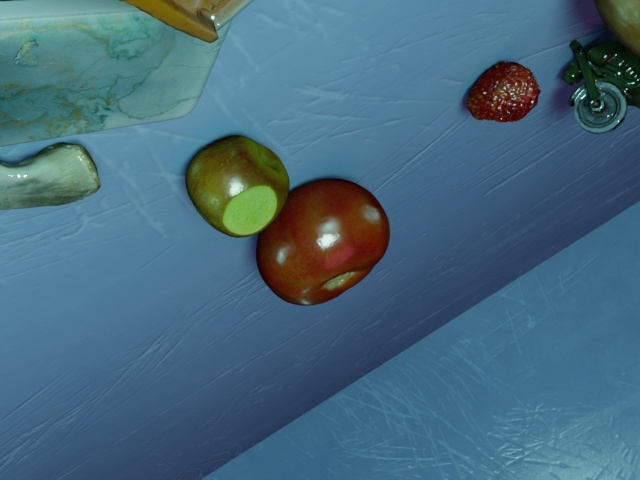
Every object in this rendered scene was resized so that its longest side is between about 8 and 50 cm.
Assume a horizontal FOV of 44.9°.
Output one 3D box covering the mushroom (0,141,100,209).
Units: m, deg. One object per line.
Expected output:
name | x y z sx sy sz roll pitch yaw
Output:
mushroom | -0.288 -0.053 0.651 0.202 0.054 0.059 -9 145 -36

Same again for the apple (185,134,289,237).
apple | -0.089 -0.062 0.837 0.102 0.099 0.114 -40 134 5

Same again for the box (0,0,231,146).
box | -0.208 -0.128 0.594 0.285 0.044 0.142 -17 159 -34

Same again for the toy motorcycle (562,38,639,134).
toy motorcycle | 0.484 -0.274 1.149 0.275 0.127 0.205 -46 157 18

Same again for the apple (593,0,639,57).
apple | 0.428 -0.298 0.846 0.253 0.253 0.253 -28 159 -11

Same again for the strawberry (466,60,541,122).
strawberry | 0.242 -0.197 1.038 0.096 0.083 0.083 -31 161 18

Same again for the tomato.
tomato | 0.000 0.000 1.051 0.195 0.136 0.195 -26 161 -10

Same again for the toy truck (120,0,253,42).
toy truck | 0.016 -0.280 0.388 0.387 0.173 0.207 -34 166 15
